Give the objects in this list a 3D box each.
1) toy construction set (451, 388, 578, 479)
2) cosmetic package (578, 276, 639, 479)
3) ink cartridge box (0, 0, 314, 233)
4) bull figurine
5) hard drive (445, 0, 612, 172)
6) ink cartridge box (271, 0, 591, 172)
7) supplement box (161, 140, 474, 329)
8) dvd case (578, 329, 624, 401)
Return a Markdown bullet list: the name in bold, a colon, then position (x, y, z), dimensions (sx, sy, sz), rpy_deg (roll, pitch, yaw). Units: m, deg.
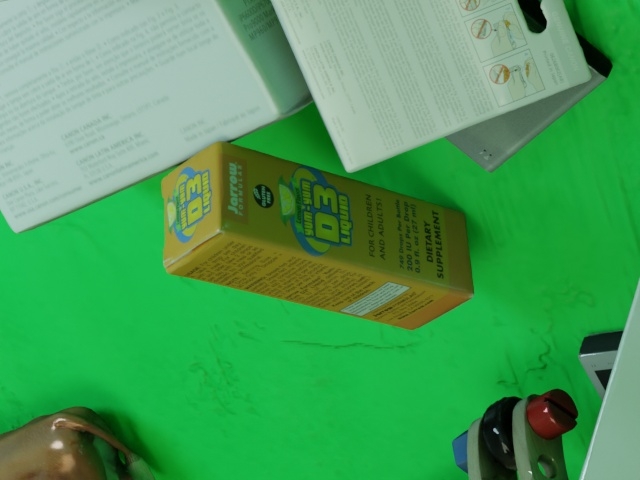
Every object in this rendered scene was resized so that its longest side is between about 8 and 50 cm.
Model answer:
- **toy construction set**: position (0.226, 0.268, 1.346), dimensions (0.309, 0.237, 0.257), rpy_deg (-10, 123, 30)
- **cosmetic package**: position (0.219, 0.133, 1.102), dimensions (0.097, 0.377, 0.284), rpy_deg (17, 180, 15)
- **ink cartridge box**: position (-0.202, -0.221, 1.293), dimensions (0.308, 0.091, 0.385), rpy_deg (-20, 103, 41)
- **bull figurine**: position (-0.293, 0.250, 1.776), dimensions (0.310, 0.101, 0.188), rpy_deg (-20, 123, 43)
- **hard drive**: position (0.125, -0.113, 1.240), dimensions (0.094, 0.022, 0.135), rpy_deg (38, 138, -10)
- **ink cartridge box**: position (0.072, -0.144, 1.192), dimensions (0.179, 0.045, 0.145), rpy_deg (-21, 106, 9)
- **supplement box**: position (0.000, 0.000, 1.301), dimensions (0.233, 0.078, 0.080), rpy_deg (13, 151, -33)
- **dvd case**: position (0.329, 0.157, 1.394), dimensions (0.179, 0.029, 0.238), rpy_deg (-10, 126, 35)
